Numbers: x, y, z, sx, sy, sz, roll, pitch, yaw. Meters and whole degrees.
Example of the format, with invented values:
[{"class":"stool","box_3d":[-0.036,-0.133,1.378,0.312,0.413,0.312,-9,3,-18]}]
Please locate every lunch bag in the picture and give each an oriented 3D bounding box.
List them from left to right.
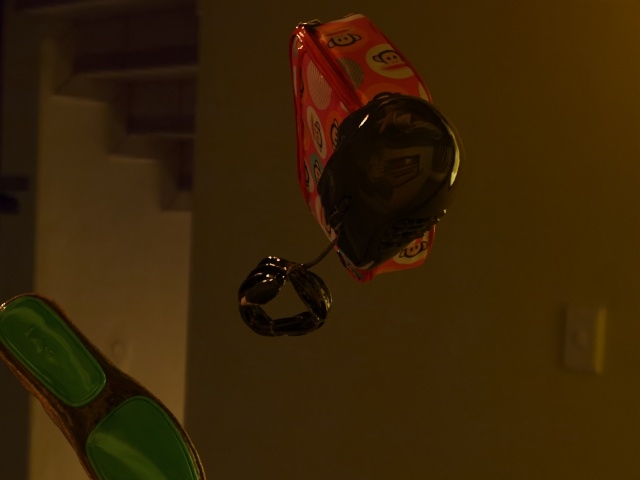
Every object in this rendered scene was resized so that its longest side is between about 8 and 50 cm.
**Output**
[{"class":"lunch bag","box_3d":[0.042,-0.123,1.322,0.120,0.293,0.258,-17,-133,-14]}]

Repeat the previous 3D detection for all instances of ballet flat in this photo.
[{"class":"ballet flat","box_3d":[-0.223,0.185,1.136,0.107,0.316,0.106,-35,166,-17]}]

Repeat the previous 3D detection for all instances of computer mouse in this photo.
[{"class":"computer mouse","box_3d":[0.000,0.000,0.584,0.041,0.071,0.242,-25,166,-35]}]
